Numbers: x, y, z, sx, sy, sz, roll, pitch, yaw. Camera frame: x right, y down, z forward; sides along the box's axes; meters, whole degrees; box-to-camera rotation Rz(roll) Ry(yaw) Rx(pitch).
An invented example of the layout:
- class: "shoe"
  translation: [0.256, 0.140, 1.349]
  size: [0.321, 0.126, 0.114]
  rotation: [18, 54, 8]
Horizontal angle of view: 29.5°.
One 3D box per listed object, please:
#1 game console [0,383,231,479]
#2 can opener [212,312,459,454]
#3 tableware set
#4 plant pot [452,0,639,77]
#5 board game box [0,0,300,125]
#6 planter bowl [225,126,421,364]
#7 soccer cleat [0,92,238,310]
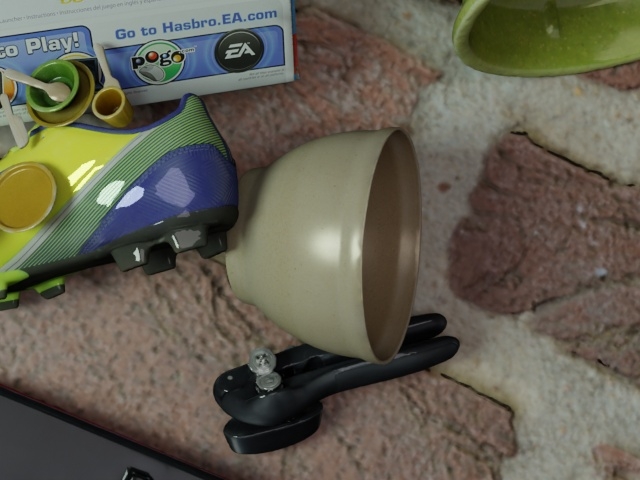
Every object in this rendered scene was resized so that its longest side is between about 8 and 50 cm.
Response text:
- class: "game console"
  translation: [-0.175, 0.329, 0.839]
  size: [0.342, 0.060, 0.386]
  rotation: [24, 84, -8]
- class: "can opener"
  translation: [0.011, 0.092, 0.887]
  size: [0.186, 0.073, 0.059]
  rotation: [-22, 53, -13]
- class: "tableware set"
  translation: [-0.188, -0.058, 0.762]
  size: [0.154, 0.024, 0.104]
  rotation: [-28, 64, 5]
- class: "plant pot"
  translation: [0.196, -0.283, 0.839]
  size: [0.276, 0.276, 0.254]
  rotation: [-11, 78, -10]
- class: "board game box"
  translation: [-0.176, -0.224, 0.757]
  size: [0.308, 0.086, 0.302]
  rotation: [-10, 130, -10]
- class: "planter bowl"
  translation: [0.000, 0.000, 0.843]
  size: [0.109, 0.162, 0.162]
  rotation: [4, 87, 18]
- class: "soccer cleat"
  translation: [-0.195, -0.023, 0.813]
  size: [0.289, 0.093, 0.121]
  rotation: [-12, 82, 10]
